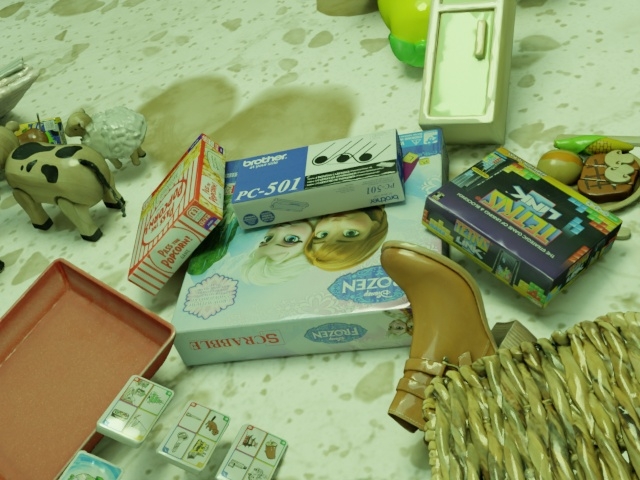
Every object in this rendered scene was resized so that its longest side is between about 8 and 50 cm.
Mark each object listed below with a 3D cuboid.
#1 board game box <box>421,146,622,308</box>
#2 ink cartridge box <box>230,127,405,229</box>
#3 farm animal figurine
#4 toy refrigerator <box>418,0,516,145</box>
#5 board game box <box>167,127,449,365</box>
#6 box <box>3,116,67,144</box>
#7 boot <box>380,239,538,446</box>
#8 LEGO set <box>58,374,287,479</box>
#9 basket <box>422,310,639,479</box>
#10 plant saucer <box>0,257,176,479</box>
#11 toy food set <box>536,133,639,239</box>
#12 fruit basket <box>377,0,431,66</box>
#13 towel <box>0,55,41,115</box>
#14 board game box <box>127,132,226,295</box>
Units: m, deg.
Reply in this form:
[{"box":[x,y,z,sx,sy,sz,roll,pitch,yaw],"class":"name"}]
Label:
[{"box":[0.222,-0.021,0.913,0.170,0.048,0.141,37,51,28],"class":"board game box"},{"box":[-0.001,-0.076,1.016,0.206,0.046,0.097,-10,39,12],"class":"ink cartridge box"},{"box":[-0.444,-0.084,1.200,0.326,0.172,0.330,-3,48,14],"class":"farm animal figurine"},{"box":[0.203,-0.272,1.116,0.102,0.094,0.270,3,78,23],"class":"toy refrigerator"},{"box":[0.000,0.000,1.019,0.318,0.066,0.318,-8,42,14],"class":"board game box"},{"box":[-0.522,-0.167,1.391,0.168,0.054,0.059,-12,12,-7],"class":"box"},{"box":[0.105,0.105,0.793,0.197,0.073,0.152,38,71,4],"class":"boot"},{"box":[-0.156,0.255,0.776,0.182,0.060,0.244,22,37,6],"class":"LEGO set"},{"box":[0.211,0.225,0.526,0.213,0.223,0.299,-25,35,22],"class":"basket"},{"box":[-0.314,0.166,0.953,0.258,0.048,0.259,23,65,39],"class":"plant saucer"},{"box":[0.328,-0.081,0.996,0.132,0.039,0.192,4,46,25],"class":"toy food set"},{"box":[0.201,-0.444,1.342,0.391,0.283,0.393,-1,87,24],"class":"fruit basket"},{"box":[-0.650,-0.182,1.396,0.332,0.053,0.317,-41,15,-27],"class":"towel"},{"box":[-0.185,-0.039,1.081,0.147,0.045,0.194,-47,25,20],"class":"board game box"}]
